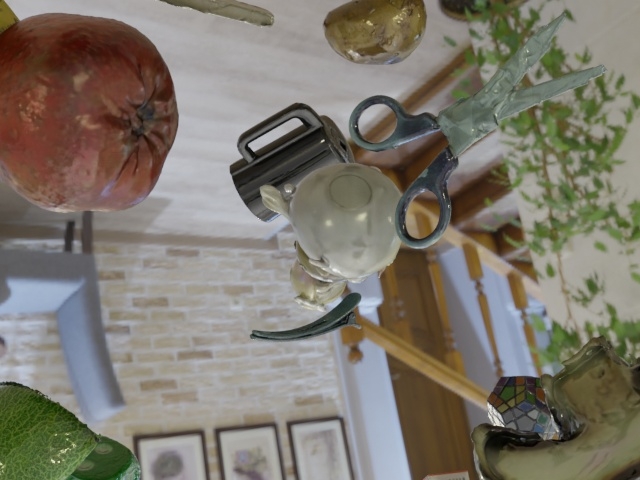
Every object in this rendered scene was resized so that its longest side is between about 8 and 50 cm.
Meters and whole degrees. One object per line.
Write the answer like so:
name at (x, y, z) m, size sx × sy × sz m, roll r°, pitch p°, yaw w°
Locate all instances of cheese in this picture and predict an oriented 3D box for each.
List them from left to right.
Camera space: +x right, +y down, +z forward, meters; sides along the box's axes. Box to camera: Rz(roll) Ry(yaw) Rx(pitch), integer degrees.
cheese at (-0.274, -0.432, 1.333) m, size 0.400 × 0.034 × 0.085 m, roll 12°, pitch -159°, yaw -8°

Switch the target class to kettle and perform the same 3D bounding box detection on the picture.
kettle at (-0.091, -0.234, 2.186) m, size 0.308 × 0.262 × 0.203 m, roll -29°, pitch -168°, yaw 20°

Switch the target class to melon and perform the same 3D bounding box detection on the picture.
melon at (-0.466, 0.305, 1.103) m, size 0.265 × 0.169 × 0.129 m, roll -13°, pitch 121°, yaw 41°

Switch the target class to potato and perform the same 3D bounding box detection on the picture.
potato at (0.094, -0.353, 1.291) m, size 0.176 × 0.137 × 0.137 m, roll -18°, pitch 159°, yaw 23°

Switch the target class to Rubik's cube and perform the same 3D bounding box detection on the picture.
Rubik's cube at (0.293, 0.241, 1.102) m, size 0.111 × 0.111 × 0.093 m, roll -17°, pitch -173°, yaw 17°

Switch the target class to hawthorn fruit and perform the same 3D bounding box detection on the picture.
hawthorn fruit at (-0.333, -0.178, 1.036) m, size 0.275 × 0.300 × 0.275 m, roll -36°, pitch 144°, yaw -32°

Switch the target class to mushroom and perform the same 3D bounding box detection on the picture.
mushroom at (0.312, 0.227, 0.794) m, size 0.267 × 0.164 × 0.189 m, roll -34°, pitch -154°, yaw -9°

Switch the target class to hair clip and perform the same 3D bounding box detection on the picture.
hair clip at (-0.021, 0.151, 1.349) m, size 0.230 × 0.070 × 0.039 m, roll -15°, pitch -156°, yaw -34°

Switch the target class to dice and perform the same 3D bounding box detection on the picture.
dice at (-0.401, 0.429, 1.360) m, size 0.131 × 0.128 × 0.120 m, roll 14°, pitch -157°, yaw 14°

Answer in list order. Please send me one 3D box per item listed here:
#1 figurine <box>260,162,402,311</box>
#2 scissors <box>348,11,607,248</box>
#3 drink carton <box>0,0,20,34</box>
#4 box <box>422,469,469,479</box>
figurine at (0.000, 0.000, 1.412) m, size 0.226 × 0.275 × 0.394 m, roll -51°, pitch 169°, yaw -28°
scissors at (0.218, -0.170, 1.105) m, size 0.383 × 0.256 × 0.029 m, roll -32°, pitch 163°, yaw 34°
drink carton at (-0.578, -0.376, 1.025) m, size 0.155 × 0.351 × 0.111 m, roll -31°, pitch -166°, yaw 25°
box at (0.254, 0.550, 1.492) m, size 0.099 × 0.182 × 0.133 m, roll -6°, pitch 151°, yaw -6°
